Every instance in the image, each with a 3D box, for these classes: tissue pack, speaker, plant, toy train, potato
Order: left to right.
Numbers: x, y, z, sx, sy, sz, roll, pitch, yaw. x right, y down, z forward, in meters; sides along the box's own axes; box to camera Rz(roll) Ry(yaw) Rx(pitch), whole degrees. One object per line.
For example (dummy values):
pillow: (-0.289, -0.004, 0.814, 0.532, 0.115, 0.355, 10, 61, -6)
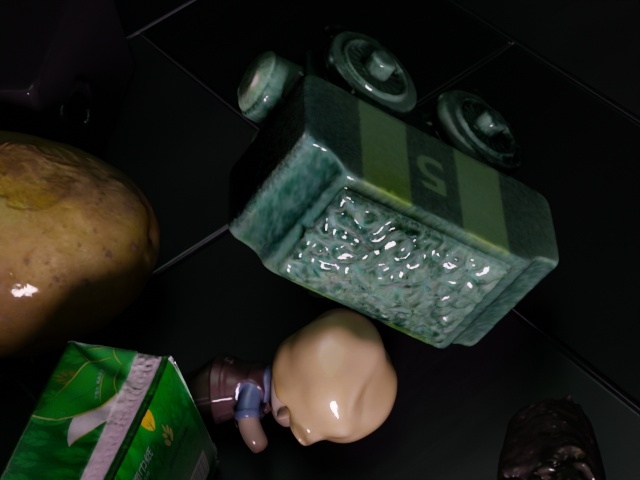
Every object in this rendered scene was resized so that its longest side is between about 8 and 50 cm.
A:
speaker: (-0.334, -0.181, 1.657, 0.232, 0.184, 0.254, 2, 49, 15)
potato: (-0.280, 0.004, 1.473, 0.266, 0.229, 0.229, 9, 47, 0)
tissue pack: (-0.198, 0.205, 1.279, 0.156, 0.148, 0.209, 6, 49, 21)
toy train: (0.058, -0.042, 1.391, 0.299, 0.167, 0.238, 25, 37, -21)
plant: (0.181, 0.190, 1.252, 0.092, 0.094, 0.143, -15, 39, 14)

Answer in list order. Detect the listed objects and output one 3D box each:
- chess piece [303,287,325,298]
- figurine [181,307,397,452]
chess piece: (0.000, 0.000, 1.497, 0.067, 0.067, 0.103, -10, 54, 3)
figurine: (-0.032, 0.127, 1.360, 0.196, 0.108, 0.114, -16, 6, 15)
